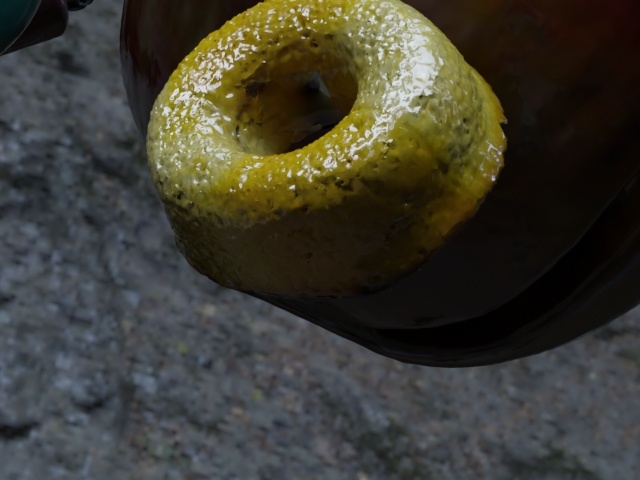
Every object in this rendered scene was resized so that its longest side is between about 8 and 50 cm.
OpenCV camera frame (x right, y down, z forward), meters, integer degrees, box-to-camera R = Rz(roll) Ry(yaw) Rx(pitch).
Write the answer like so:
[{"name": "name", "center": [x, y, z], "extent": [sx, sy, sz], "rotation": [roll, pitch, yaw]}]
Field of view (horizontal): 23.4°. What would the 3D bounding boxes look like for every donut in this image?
[{"name": "donut", "center": [-0.003, -0.045, 0.633], "extent": [0.152, 0.152, 0.058], "rotation": [24, -22, 41]}]

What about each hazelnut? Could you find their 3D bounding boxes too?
[{"name": "hazelnut", "center": [0.086, -0.132, 0.976], "extent": [0.429, 0.402, 0.402], "rotation": [43, 21, 33]}]

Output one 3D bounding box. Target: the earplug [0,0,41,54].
[{"name": "earplug", "center": [-0.314, -0.269, 1.103], "extent": [0.280, 0.257, 0.164], "rotation": [25, 31, 17]}]

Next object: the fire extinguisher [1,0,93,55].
[{"name": "fire extinguisher", "center": [-0.364, -0.249, 1.688], "extent": [0.269, 0.104, 0.105], "rotation": [-22, 22, -17]}]
